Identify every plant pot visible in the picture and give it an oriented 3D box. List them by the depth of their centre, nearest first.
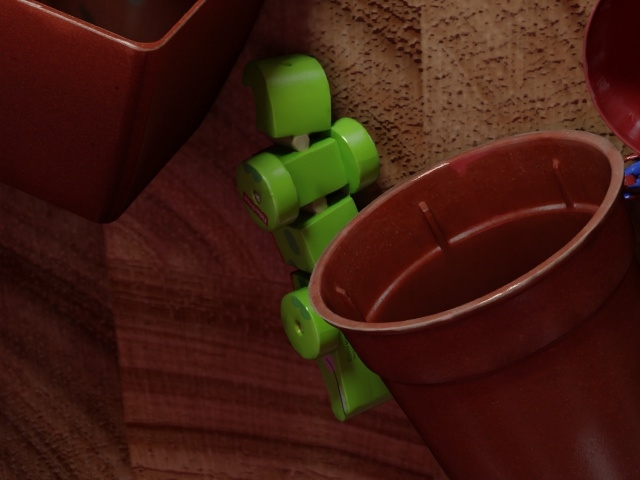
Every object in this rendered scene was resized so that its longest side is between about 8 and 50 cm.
[{"bbox_3d":[0.169,0.092,1.388,0.272,0.272,0.265,-14,118,29],"label":"plant pot"},{"bbox_3d":[-0.205,-0.176,1.422,0.267,0.267,0.235,23,132,12],"label":"plant pot"}]

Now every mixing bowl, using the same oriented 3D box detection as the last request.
[{"bbox_3d":[0.300,-0.152,1.292,0.181,0.098,0.181,9,117,19],"label":"mixing bowl"}]

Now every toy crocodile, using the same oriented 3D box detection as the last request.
[{"bbox_3d":[0.000,0.000,1.494,0.105,0.115,0.340,18,130,58],"label":"toy crocodile"}]

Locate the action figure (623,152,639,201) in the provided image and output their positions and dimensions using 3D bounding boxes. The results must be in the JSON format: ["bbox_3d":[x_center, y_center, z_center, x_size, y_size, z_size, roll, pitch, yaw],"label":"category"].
[{"bbox_3d":[0.264,-0.053,1.399,0.115,0.030,0.038,-15,102,34],"label":"action figure"}]
